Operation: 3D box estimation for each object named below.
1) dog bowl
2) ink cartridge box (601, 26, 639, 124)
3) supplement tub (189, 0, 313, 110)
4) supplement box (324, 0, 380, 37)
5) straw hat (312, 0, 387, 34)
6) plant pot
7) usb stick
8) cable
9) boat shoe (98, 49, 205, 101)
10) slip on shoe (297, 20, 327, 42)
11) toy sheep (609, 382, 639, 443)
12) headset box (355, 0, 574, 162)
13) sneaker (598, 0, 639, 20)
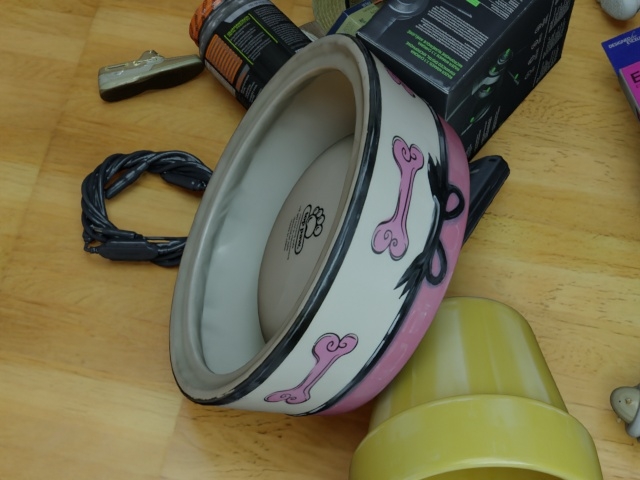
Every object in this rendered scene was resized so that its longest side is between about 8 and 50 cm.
[{"bbox_3d":[0.000,0.000,1.469,0.150,0.408,0.408,24,62,-23],"label":"dog bowl"},{"bbox_3d":[0.457,-0.137,1.577,0.176,0.069,0.371,-22,54,8],"label":"ink cartridge box"},{"bbox_3d":[-0.067,-0.218,1.714,0.117,0.117,0.190,-37,68,-15],"label":"supplement tub"},{"bbox_3d":[0.058,-0.240,1.714,0.083,0.056,0.083,42,30,4],"label":"supplement box"},{"bbox_3d":[0.064,-0.297,1.774,0.144,0.144,0.061,27,29,14],"label":"straw hat"},{"bbox_3d":[0.153,0.198,1.444,0.254,0.254,0.239,-2,48,1],"label":"plant pot"},{"bbox_3d":[0.140,-0.013,1.573,0.045,0.077,0.278,50,41,-9],"label":"usb stick"},{"bbox_3d":[-0.192,-0.041,1.676,0.184,0.047,0.150,-1,59,4],"label":"cable"},{"bbox_3d":[-0.213,-0.214,1.753,0.135,0.050,0.045,-15,69,-5],"label":"boat shoe"},{"bbox_3d":[0.018,-0.223,1.751,0.041,0.051,0.135,-38,64,-18],"label":"slip on shoe"},{"bbox_3d":[0.376,0.188,1.517,0.132,0.091,0.091,15,65,3],"label":"toy sheep"},{"bbox_3d":[0.165,-0.219,1.636,0.131,0.246,0.283,36,71,17],"label":"headset box"},{"bbox_3d":[0.391,-0.392,1.799,0.126,0.091,0.240,-14,63,-6],"label":"sneaker"}]
